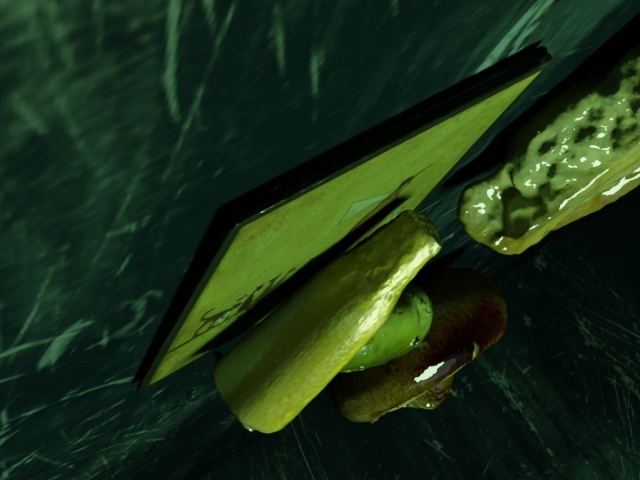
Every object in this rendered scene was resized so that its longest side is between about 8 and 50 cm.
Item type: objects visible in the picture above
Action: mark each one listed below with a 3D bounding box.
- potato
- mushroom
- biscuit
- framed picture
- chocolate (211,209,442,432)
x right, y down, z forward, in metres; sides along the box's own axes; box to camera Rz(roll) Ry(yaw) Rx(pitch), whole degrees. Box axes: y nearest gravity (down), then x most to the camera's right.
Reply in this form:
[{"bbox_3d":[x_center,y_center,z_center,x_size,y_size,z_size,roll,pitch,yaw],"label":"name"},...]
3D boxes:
[{"bbox_3d":[0.038,0.089,1.060,0.117,0.090,0.225,-34,165,33],"label":"potato"},{"bbox_3d":[0.138,0.151,1.489,0.297,0.163,0.278,-31,161,-22],"label":"mushroom"},{"bbox_3d":[0.251,-0.094,0.902,0.274,0.091,0.213,-43,165,31],"label":"biscuit"},{"bbox_3d":[0.000,0.000,0.740,0.255,0.014,0.338,-29,169,-28],"label":"framed picture"},{"bbox_3d":[0.011,0.061,0.804,0.219,0.085,0.086,-43,167,23],"label":"chocolate"}]
